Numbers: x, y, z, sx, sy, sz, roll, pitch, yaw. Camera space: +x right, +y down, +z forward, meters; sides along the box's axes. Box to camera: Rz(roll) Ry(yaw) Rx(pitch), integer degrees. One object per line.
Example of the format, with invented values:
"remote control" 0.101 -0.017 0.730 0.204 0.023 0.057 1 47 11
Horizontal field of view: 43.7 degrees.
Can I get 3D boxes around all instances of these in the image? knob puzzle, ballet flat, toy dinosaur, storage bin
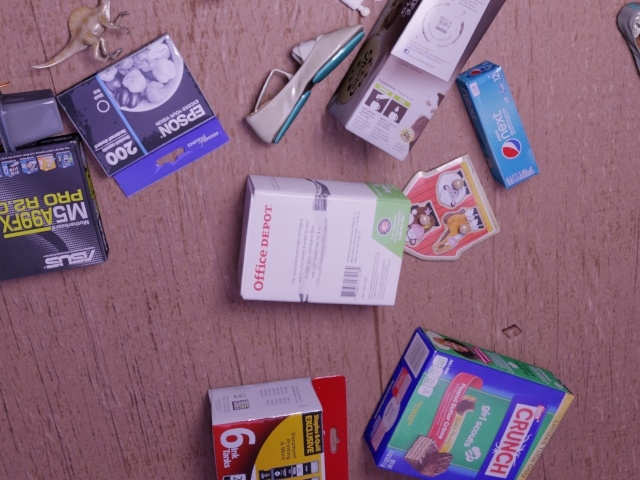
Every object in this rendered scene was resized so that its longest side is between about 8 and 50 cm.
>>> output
"knob puzzle" 0.216 -0.041 1.457 0.213 0.030 0.213 -4 112 -9
"ballet flat" -0.033 -0.270 1.301 0.086 0.086 0.248 36 102 -21
"ballet flat" 0.590 -0.322 1.397 0.072 0.068 0.213 -39 113 6
"toy dinosaur" -0.357 -0.317 1.243 0.093 0.053 0.183 38 93 -5
"storage bin" -0.450 -0.197 1.225 0.091 0.135 0.098 -17 113 -16

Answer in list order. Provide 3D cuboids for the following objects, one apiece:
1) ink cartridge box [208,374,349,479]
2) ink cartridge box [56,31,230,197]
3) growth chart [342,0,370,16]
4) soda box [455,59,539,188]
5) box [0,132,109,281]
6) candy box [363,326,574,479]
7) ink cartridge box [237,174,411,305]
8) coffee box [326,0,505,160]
"ink cartridge box" -0.066 0.431 1.534 0.272 0.130 0.309 -7 112 -9
"ink cartridge box" -0.282 -0.196 1.298 0.206 0.045 0.208 -29 114 1
"growth chart" 0.072 -0.493 1.262 0.172 0.021 0.237 24 105 -19
"soda box" 0.307 -0.200 1.389 0.067 0.071 0.210 -26 113 1
"box" -0.504 -0.047 1.305 0.270 0.060 0.216 -10 112 -7
"candy box" 0.287 0.347 1.570 0.317 0.122 0.268 19 106 -18
"ink cartridge box" 0.000 0.000 1.386 0.273 0.115 0.198 4 110 -12
"coffee box" 0.145 -0.296 1.271 0.119 0.168 0.297 27 104 -19
